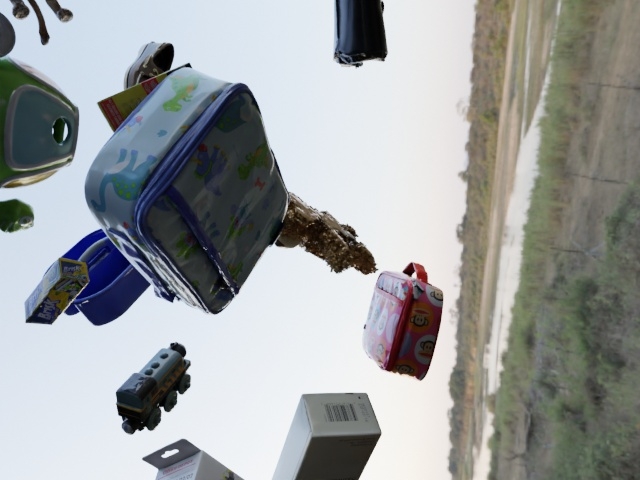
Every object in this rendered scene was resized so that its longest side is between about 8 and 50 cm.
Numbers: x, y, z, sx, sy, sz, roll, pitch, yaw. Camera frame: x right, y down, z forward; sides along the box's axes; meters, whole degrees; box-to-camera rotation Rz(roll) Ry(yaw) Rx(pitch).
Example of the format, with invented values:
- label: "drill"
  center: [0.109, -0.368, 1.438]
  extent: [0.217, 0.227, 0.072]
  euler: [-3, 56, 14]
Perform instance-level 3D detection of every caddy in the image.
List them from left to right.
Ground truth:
- label: "caddy"
  center: [-0.657, 0.087, 1.499]
  extent: [0.341, 0.241, 0.179]
  euler: [-57, -27, -42]

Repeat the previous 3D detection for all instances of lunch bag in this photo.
- label: "lunch bag"
  center: [-0.114, -0.034, 0.488]
  extent: [0.176, 0.090, 0.219]
  euler: [-58, -22, -25]
- label: "lunch bag"
  center: [0.198, 0.177, 1.207]
  extent: [0.293, 0.120, 0.258]
  euler: [-170, 96, -82]

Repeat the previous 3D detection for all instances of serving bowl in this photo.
- label: "serving bowl"
  center: [-0.573, -0.355, 0.858]
  extent: [0.083, 0.027, 0.083]
  euler: [-13, -71, -45]

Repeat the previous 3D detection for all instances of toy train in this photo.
- label: "toy train"
  center: [-0.555, 0.491, 1.694]
  extent: [0.334, 0.142, 0.190]
  euler: [-51, -30, -57]

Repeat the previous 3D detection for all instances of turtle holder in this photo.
- label: "turtle holder"
  center: [-0.598, -0.191, 0.956]
  extent: [0.227, 0.243, 0.320]
  euler: [4, -107, -43]

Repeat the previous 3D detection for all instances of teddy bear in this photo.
- label: "teddy bear"
  center: [0.000, 0.000, 1.177]
  extent: [0.113, 0.245, 0.338]
  euler: [-48, -26, 14]

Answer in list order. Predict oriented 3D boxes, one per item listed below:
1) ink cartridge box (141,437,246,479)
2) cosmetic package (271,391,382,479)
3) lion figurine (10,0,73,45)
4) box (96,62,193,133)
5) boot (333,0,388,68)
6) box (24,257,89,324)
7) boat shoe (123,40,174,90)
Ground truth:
- label: "ink cartridge box"
  center: [-0.194, 0.399, 0.795]
  extent: [0.181, 0.104, 0.061]
  euler: [48, -157, -25]
- label: "cosmetic package"
  center: [0.004, 0.480, 1.104]
  extent: [0.113, 0.160, 0.309]
  euler: [-113, 33, -54]
- label: "lion figurine"
  center: [-0.573, -0.541, 0.860]
  extent: [0.142, 0.240, 0.392]
  euler: [-43, 0, -29]
- label: "box"
  center: [-0.398, -0.334, 1.179]
  extent: [0.058, 0.232, 0.087]
  euler: [26, 142, 64]
- label: "boot"
  center: [0.080, -0.368, 0.720]
  extent: [0.246, 0.094, 0.207]
  euler: [-163, 66, -68]
- label: "box"
  center: [-0.554, 0.109, 1.044]
  extent: [0.059, 0.169, 0.054]
  euler: [18, -142, -47]
- label: "boat shoe"
  center: [-0.575, -0.566, 1.699]
  extent: [0.116, 0.097, 0.324]
  euler: [66, -159, -49]
